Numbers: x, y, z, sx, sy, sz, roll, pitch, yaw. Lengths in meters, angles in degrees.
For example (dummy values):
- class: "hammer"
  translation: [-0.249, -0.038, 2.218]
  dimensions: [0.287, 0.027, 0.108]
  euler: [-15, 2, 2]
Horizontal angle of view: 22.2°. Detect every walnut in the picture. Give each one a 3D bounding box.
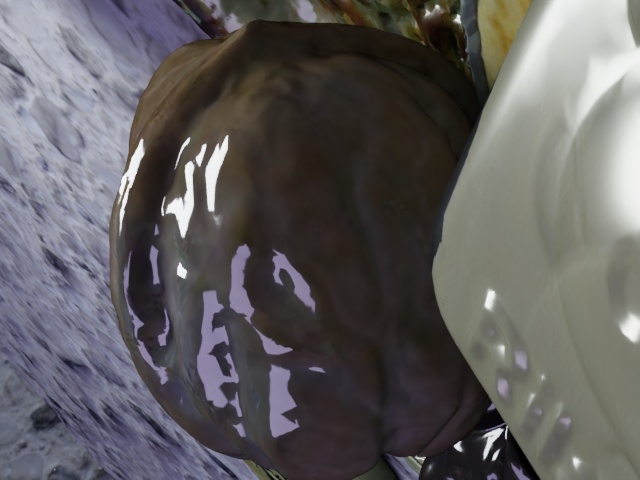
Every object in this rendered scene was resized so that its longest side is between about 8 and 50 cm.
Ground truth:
- class: "walnut"
  translation: [0.000, 0.000, 0.768]
  dimensions: [0.224, 0.224, 0.224]
  euler: [40, 161, 16]

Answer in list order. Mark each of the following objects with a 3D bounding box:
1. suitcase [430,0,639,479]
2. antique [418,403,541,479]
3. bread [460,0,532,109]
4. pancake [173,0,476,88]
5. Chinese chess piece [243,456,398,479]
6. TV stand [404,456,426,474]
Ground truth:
- class: "suitcase"
  translation: [0.184, 0.014, 0.392]
  dimensions: [0.352, 0.194, 0.339]
  euler: [58, 146, 29]
- class: "antique"
  translation: [0.182, 0.203, 0.976]
  dimensions: [0.322, 0.185, 0.255]
  euler: [62, 163, 9]
- class: "bread"
  translation: [0.170, -0.048, 0.631]
  dimensions: [0.267, 0.040, 0.267]
  euler: [32, 147, 24]
- class: "pancake"
  translation: [0.068, -0.075, 0.823]
  dimensions: [0.427, 0.067, 0.305]
  euler: [44, 160, 10]
- class: "Chinese chess piece"
  translation: [-0.007, 0.226, 1.620]
  dimensions: [0.188, 0.083, 0.188]
  euler: [38, 163, 14]
- class: "TV stand"
  translation: [0.142, 0.235, 1.327]
  dimensions: [0.249, 0.042, 0.036]
  euler: [38, 167, 45]
